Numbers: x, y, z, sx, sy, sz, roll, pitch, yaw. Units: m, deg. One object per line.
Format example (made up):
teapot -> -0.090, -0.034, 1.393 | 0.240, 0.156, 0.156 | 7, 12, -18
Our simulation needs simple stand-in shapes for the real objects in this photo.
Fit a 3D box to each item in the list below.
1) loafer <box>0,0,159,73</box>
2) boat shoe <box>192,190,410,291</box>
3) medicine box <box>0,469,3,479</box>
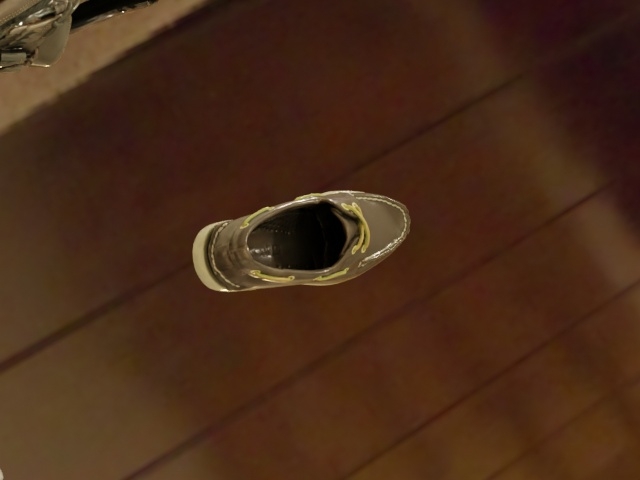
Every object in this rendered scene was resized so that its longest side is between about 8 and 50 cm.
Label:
loafer -> -0.208, -0.179, 1.434 | 0.096, 0.267, 0.084 | -25, -76, 41
boat shoe -> 0.000, 0.000, 1.578 | 0.069, 0.228, 0.081 | -13, -90, 50
medicine box -> -0.470, 0.172, 1.591 | 0.263, 0.289, 0.149 | 60, 12, 15
